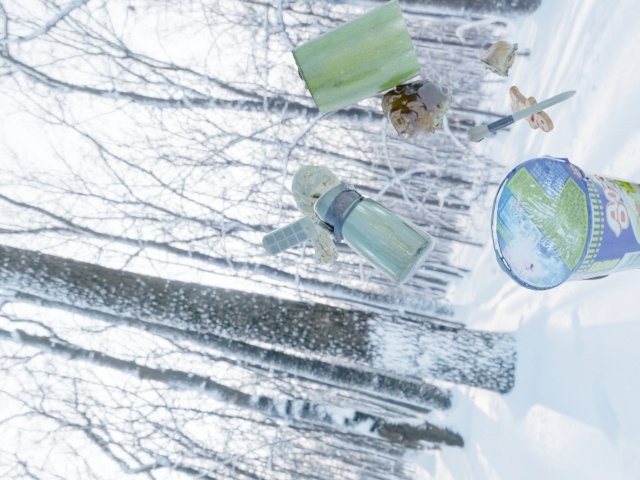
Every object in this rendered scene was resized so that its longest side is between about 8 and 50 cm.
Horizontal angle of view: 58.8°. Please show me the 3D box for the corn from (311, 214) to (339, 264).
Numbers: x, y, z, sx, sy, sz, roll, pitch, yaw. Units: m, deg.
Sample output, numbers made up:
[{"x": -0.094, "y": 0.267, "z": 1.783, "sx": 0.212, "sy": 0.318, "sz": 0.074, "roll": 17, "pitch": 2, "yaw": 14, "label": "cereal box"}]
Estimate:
[{"x": 0.000, "y": 0.000, "z": 2.186, "sx": 0.087, "sy": 0.087, "sz": 0.210, "roll": 87, "pitch": 162, "yaw": -54, "label": "corn"}]

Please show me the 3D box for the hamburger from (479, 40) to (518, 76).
[{"x": 0.524, "y": -0.541, "z": 1.656, "sx": 0.102, "sy": 0.087, "sz": 0.176, "roll": -64, "pitch": 0, "yaw": 18, "label": "hamburger"}]

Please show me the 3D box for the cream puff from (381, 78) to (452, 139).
[{"x": 0.340, "y": -0.463, "z": 1.969, "sx": 0.154, "sy": 0.269, "sz": 0.241, "roll": 99, "pitch": 150, "yaw": -48, "label": "cream puff"}]

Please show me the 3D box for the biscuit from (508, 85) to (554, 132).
[{"x": 0.818, "y": -0.502, "z": 2.223, "sx": 0.250, "sy": 0.036, "sz": 0.165, "roll": 58, "pitch": -178, "yaw": 40, "label": "biscuit"}]

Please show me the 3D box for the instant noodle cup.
[{"x": 0.575, "y": -0.035, "z": 1.207, "sx": 0.284, "sy": 0.313, "sz": 0.284, "roll": 180, "pitch": 90, "yaw": -67, "label": "instant noodle cup"}]

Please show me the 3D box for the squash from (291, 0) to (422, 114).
[{"x": 0.122, "y": -0.601, "z": 1.901, "sx": 0.263, "sy": 0.385, "sz": 0.263, "roll": -20, "pitch": -90, "yaw": -76, "label": "squash"}]

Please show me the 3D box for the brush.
[{"x": 0.523, "y": -0.325, "z": 1.496, "sx": 0.039, "sy": 0.299, "sz": 0.042, "roll": 43, "pitch": -136, "yaw": -34, "label": "brush"}]

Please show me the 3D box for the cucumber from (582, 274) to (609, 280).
[{"x": 0.734, "y": 0.095, "z": 1.572, "sx": 0.032, "sy": 0.133, "sz": 0.032, "roll": 8, "pitch": -101, "yaw": -46, "label": "cucumber"}]

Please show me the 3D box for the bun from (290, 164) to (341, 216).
[{"x": -0.019, "y": -0.196, "z": 2.276, "sx": 0.210, "sy": 0.237, "sz": 0.116, "roll": -36, "pitch": -1, "yaw": 12, "label": "bun"}]

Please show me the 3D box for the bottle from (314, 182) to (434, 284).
[{"x": 0.140, "y": -0.032, "z": 1.607, "sx": 0.168, "sy": 0.347, "sz": 0.168, "roll": -47, "pitch": -18, "yaw": -20, "label": "bottle"}]

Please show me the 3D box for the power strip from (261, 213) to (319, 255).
[{"x": -0.096, "y": -0.019, "z": 1.912, "sx": 0.079, "sy": 0.227, "sz": 0.029, "roll": 63, "pitch": -167, "yaw": -8, "label": "power strip"}]
